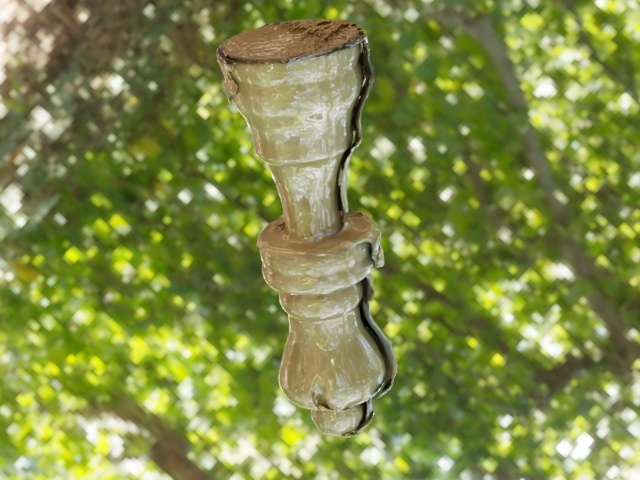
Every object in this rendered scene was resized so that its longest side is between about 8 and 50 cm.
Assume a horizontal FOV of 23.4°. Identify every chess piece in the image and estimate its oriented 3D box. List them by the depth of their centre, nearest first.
[{"bbox_3d":[0.000,0.000,0.623,0.060,0.172,0.060,-8,-159,3],"label":"chess piece"}]
